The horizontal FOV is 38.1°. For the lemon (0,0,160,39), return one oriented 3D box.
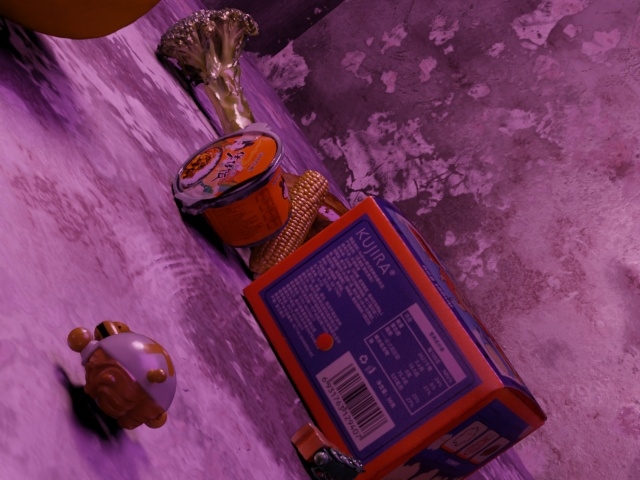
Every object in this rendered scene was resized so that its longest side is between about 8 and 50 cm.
[{"bbox_3d":[-0.318,-0.417,1.155,0.348,0.348,0.348,52,8,-10],"label":"lemon"}]

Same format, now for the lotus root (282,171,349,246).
[{"bbox_3d":[0.002,0.023,1.635,0.291,0.193,0.193,40,11,-14],"label":"lotus root"}]

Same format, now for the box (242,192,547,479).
[{"bbox_3d":[0.119,0.170,1.376,0.348,0.257,0.318,58,10,30],"label":"box"}]

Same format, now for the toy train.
[{"bbox_3d":[0.011,0.262,1.118,0.064,0.044,0.103,46,2,37],"label":"toy train"}]

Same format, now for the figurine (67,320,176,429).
[{"bbox_3d":[-0.154,0.105,0.752,0.101,0.068,0.143,48,-6,4],"label":"figurine"}]

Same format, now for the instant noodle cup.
[{"bbox_3d":[-0.118,-0.069,1.420,0.178,0.208,0.125,18,-37,44],"label":"instant noodle cup"}]

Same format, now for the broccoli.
[{"bbox_3d":[-0.221,-0.359,2.075,0.361,0.221,0.252,58,-27,33],"label":"broccoli"}]

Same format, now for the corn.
[{"bbox_3d":[-0.050,-0.021,1.490,0.067,0.206,0.067,28,-15,8],"label":"corn"}]
